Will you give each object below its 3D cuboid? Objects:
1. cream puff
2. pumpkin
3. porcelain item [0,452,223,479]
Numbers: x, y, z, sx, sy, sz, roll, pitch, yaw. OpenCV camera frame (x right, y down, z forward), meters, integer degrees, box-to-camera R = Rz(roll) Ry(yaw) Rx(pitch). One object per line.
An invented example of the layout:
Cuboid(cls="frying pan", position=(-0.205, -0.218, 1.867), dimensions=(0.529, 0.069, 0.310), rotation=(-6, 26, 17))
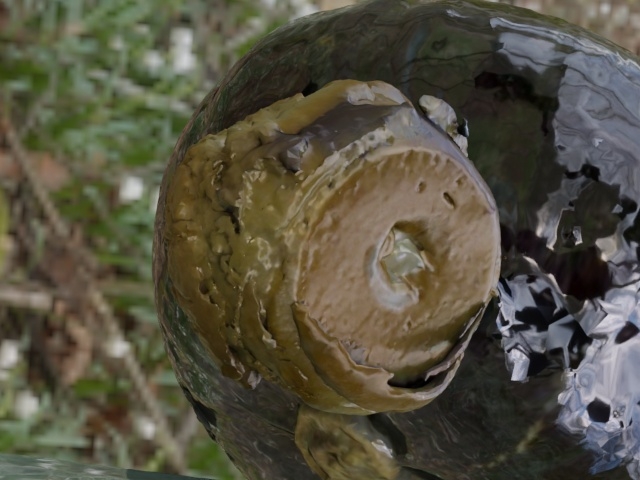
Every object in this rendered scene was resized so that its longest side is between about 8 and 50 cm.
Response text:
Cuboid(cls="cream puff", position=(0.000, 0.000, 0.721), dimensions=(0.104, 0.133, 0.119), rotation=(24, -75, 54))
Cuboid(cls="pumpkin", position=(0.101, 0.036, 1.372), dimensions=(0.344, 0.454, 0.454), rotation=(-55, 171, -34))
Cuboid(cls="porcelain item", position=(-0.106, 0.159, 0.633), dimensions=(0.281, 0.286, 0.157), rotation=(19, 77, -85))
